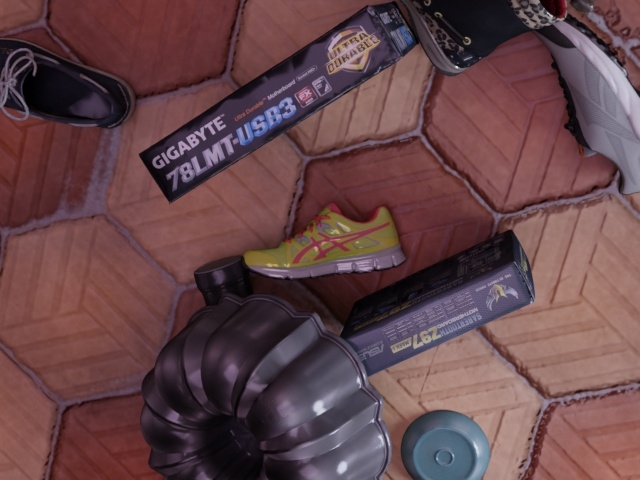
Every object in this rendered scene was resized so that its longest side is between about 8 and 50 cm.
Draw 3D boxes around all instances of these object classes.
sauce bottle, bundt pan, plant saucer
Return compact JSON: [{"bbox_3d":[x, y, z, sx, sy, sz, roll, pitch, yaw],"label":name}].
[{"bbox_3d":[-0.081,0.191,1.423,0.111,0.111,0.344,-16,101,12],"label":"sauce bottle"},{"bbox_3d":[-0.087,0.235,1.301,0.331,0.124,0.330,13,115,31],"label":"bundt pan"},{"bbox_3d":[0.165,0.285,1.451,0.119,0.021,0.119,2,102,9],"label":"plant saucer"}]

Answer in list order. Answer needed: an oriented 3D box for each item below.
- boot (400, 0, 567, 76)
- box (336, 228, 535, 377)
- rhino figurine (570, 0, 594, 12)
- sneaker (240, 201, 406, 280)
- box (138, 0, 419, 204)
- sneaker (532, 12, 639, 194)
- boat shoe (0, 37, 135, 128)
[{"bbox_3d":[0.164,-0.320,1.248,0.179,0.085,0.236,-17,108,47],"label":"boot"},{"bbox_3d":[0.142,0.075,1.326,0.233,0.183,0.059,-27,96,13],"label":"box"},{"bbox_3d":[0.242,-0.375,1.265,0.243,0.073,0.106,34,76,2],"label":"rhino figurine"},{"bbox_3d":[0.000,0.000,1.384,0.209,0.081,0.094,-7,93,-10],"label":"sneaker"},{"bbox_3d":[-0.035,-0.169,1.244,0.293,0.295,0.073,-31,98,15],"label":"box"},{"bbox_3d":[0.322,-0.168,1.290,0.108,0.100,0.271,-38,94,20],"label":"sneaker"},{"bbox_3d":[-0.368,-0.199,1.402,0.255,0.079,0.095,20,105,4],"label":"boat shoe"}]
